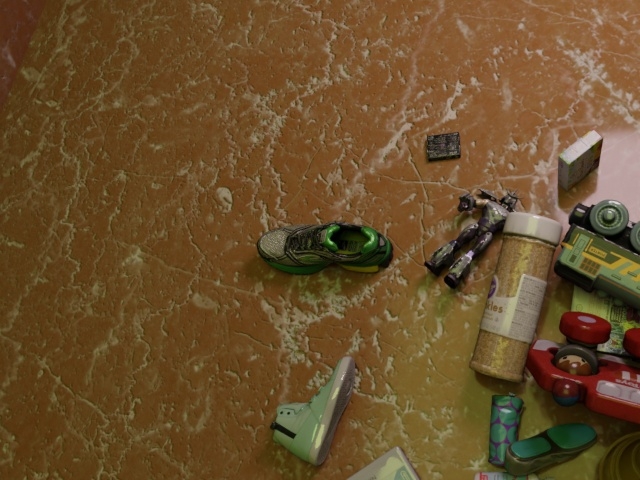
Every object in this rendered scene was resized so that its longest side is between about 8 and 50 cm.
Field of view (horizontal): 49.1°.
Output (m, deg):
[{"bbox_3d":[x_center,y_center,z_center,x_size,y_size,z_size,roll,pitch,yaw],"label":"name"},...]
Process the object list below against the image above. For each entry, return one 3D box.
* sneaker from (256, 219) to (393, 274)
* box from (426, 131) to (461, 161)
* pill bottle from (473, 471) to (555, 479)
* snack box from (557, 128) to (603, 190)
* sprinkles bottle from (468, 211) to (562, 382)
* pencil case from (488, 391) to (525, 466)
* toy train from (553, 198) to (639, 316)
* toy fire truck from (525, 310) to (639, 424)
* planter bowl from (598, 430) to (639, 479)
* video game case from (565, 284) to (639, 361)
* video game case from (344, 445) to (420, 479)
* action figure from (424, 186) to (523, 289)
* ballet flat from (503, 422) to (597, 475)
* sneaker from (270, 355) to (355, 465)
[{"bbox_3d":[0.000,0.000,1.731,0.343,0.146,0.134,-2,68,18],"label":"sneaker"},{"bbox_3d":[0.316,-0.240,1.794,0.083,0.018,0.067,-6,67,16],"label":"box"},{"bbox_3d":[0.395,0.514,1.418,0.160,0.087,0.087,-6,67,16],"label":"pill bottle"},{"bbox_3d":[0.594,-0.183,1.607,0.100,0.141,0.037,-37,63,1],"label":"snack box"},{"bbox_3d":[0.421,0.122,1.513,0.121,0.121,0.356,14,86,23],"label":"sprinkles bottle"},{"bbox_3d":[0.393,0.401,1.479,0.070,0.064,0.152,3,70,16],"label":"pencil case"},{"bbox_3d":[0.654,0.050,1.455,0.334,0.142,0.190,30,92,24],"label":"toy train"},{"bbox_3d":[0.549,0.266,1.350,0.302,0.254,0.169,13,105,23],"label":"toy fire truck"},{"bbox_3d":[0.652,0.443,1.339,0.217,0.090,0.217,7,107,25],"label":"planter bowl"},{"bbox_3d":[0.652,0.140,1.511,0.210,0.042,0.232,7,71,21],"label":"video game case"},{"bbox_3d":[0.129,0.658,1.478,0.300,0.036,0.329,-35,62,3],"label":"video game case"},{"bbox_3d":[0.375,-0.017,1.641,0.285,0.099,0.185,-47,57,-7],"label":"action figure"},{"bbox_3d":[0.466,0.428,1.432,0.213,0.068,0.072,-9,33,-20],"label":"ballet flat"},{"bbox_3d":[-0.022,0.369,1.617,0.151,0.094,0.256,16,73,27],"label":"sneaker"}]
